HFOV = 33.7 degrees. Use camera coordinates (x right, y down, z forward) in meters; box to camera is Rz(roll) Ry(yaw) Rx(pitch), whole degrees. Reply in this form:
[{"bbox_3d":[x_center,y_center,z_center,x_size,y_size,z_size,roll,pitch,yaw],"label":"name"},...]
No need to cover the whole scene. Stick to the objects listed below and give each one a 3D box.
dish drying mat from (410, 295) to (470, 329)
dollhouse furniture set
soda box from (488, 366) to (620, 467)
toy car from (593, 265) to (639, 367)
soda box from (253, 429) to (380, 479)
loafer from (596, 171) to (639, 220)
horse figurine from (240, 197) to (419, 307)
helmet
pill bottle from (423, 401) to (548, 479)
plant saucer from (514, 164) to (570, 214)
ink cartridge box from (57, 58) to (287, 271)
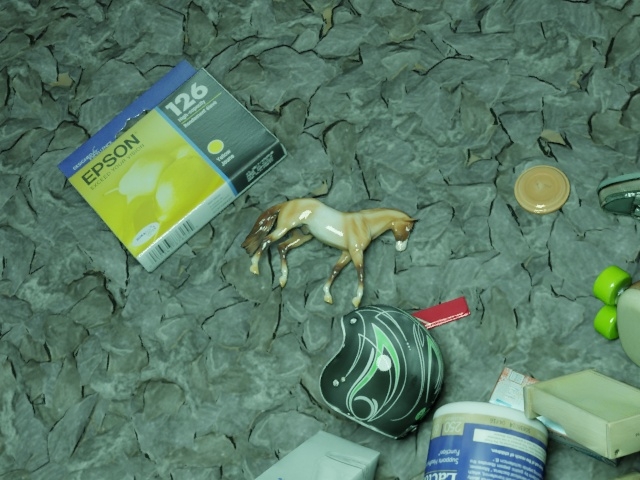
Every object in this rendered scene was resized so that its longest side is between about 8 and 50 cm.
[{"bbox_3d":[0.177,0.109,1.557,0.083,0.008,0.032,-20,59,5],"label":"dish drying mat"},{"bbox_3d":[0.343,0.299,1.282,0.212,0.242,0.161,-10,13,-22],"label":"dollhouse furniture set"},{"bbox_3d":[0.321,0.237,1.420,0.183,0.063,0.058,22,73,24],"label":"soda box"},{"bbox_3d":[0.489,0.079,1.422,0.188,0.149,0.155,-36,49,-17],"label":"toy car"},{"bbox_3d":[-0.028,0.340,1.340,0.098,0.286,0.091,18,107,23],"label":"soda box"},{"bbox_3d":[0.531,-0.049,1.497,0.267,0.096,0.084,-1,69,12],"label":"loafer"},{"bbox_3d":[0.000,0.000,1.629,0.263,0.066,0.175,17,75,20],"label":"horse figurine"},{"bbox_3d":[0.089,0.174,1.460,0.169,0.169,0.162,27,89,25],"label":"helmet"},{"bbox_3d":[0.200,0.352,1.342,0.153,0.153,0.265,4,64,17],"label":"pill bottle"},{"bbox_3d":[0.337,-0.079,1.607,0.083,0.013,0.084,-6,63,12],"label":"plant saucer"},{"bbox_3d":[-0.264,-0.147,1.776,0.303,0.072,0.307,-42,63,-8],"label":"ink cartridge box"}]
